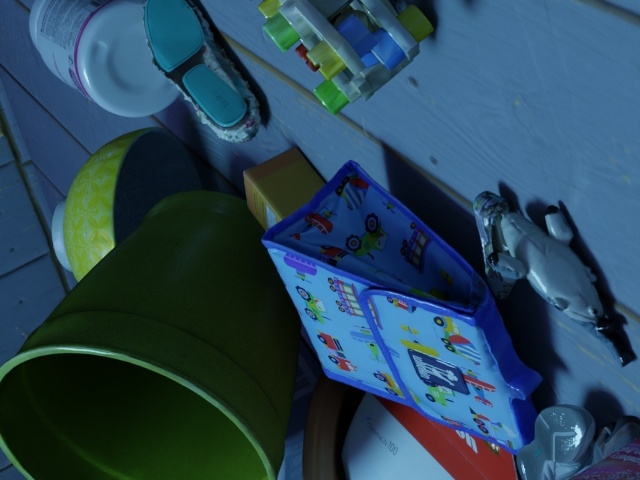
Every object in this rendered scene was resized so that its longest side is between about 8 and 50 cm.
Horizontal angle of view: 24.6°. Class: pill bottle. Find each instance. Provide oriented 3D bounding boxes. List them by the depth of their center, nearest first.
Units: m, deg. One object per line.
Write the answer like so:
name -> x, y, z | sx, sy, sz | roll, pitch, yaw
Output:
pill bottle -> -0.295, -0.275, 2.010 | 0.283, 0.160, 0.160 | 34, 146, 58

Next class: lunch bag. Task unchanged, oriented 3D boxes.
lunch bag -> 0.110, 0.084, 1.458 | 0.293, 0.138, 0.221 | 29, 153, 43

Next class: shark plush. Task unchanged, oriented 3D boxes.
shark plush -> 0.215, 0.034, 1.249 | 0.161, 0.073, 0.067 | 39, 178, 9

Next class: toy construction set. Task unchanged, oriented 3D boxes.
toy construction set -> -0.019, -0.252, 1.292 | 0.328, 0.151, 0.215 | 65, -172, 19

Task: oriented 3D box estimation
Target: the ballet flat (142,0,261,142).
ballet flat -> -0.149, -0.210, 1.833 | 0.241, 0.091, 0.077 | 59, -176, 24

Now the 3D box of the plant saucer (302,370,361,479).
plant saucer -> 0.021, 0.267, 1.926 | 0.200, 0.037, 0.200 | 3, -90, -75

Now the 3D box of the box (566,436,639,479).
box -> 0.305, 0.239, 1.072 | 0.142, 0.154, 0.300 | 66, 163, -8

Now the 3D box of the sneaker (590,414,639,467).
sneaker -> 0.268, 0.196, 1.300 | 0.158, 0.061, 0.065 | 98, 171, -66

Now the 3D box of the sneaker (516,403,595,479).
sneaker -> 0.230, 0.186, 1.361 | 0.152, 0.061, 0.054 | 108, 144, -61

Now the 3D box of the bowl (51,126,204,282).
bowl -> -0.291, -0.013, 2.113 | 0.156, 0.289, 0.289 | -4, 121, 22

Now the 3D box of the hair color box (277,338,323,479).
hair color box -> -0.059, 0.288, 2.214 | 0.185, 0.113, 0.374 | 55, 159, 26

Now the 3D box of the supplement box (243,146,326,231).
supplement box -> 0.000, 0.000, 1.707 | 0.233, 0.078, 0.080 | 52, 159, 34

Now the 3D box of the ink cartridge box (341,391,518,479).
ink cartridge box -> 0.126, 0.293, 1.745 | 0.308, 0.091, 0.385 | 44, 155, 46

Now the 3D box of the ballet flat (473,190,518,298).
ballet flat -> 0.166, 0.009, 1.325 | 0.041, 0.041, 0.114 | 37, 149, 54

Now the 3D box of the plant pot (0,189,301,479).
plant pot -> -0.177, 0.135, 1.847 | 0.366, 0.353, 0.366 | 12, 136, 11
